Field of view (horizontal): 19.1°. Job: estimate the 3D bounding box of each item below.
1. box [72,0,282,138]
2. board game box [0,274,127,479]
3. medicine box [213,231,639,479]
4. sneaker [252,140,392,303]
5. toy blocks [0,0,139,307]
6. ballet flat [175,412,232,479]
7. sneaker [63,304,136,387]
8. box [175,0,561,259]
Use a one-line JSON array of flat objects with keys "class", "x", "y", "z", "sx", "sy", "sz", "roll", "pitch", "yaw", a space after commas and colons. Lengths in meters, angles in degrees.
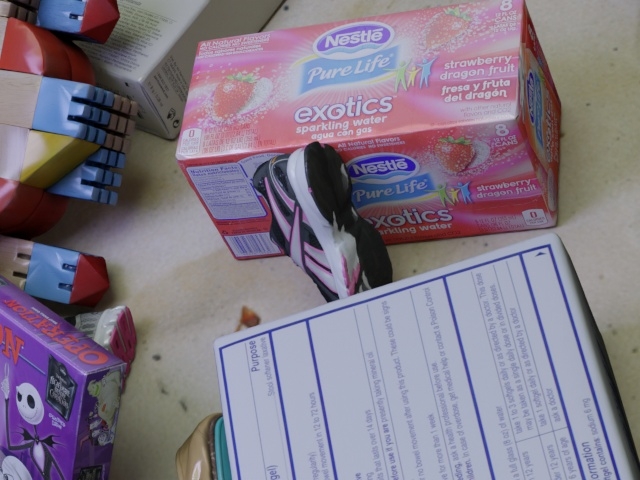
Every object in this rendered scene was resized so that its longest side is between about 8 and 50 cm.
[{"class": "box", "x": -0.119, "y": -0.237, "z": 1.851, "sx": 0.113, "sy": 0.094, "sz": 0.275, "roll": 23, "pitch": 65, "yaw": 34}, {"class": "board game box", "x": -0.300, "y": 0.117, "z": 1.591, "sx": 0.347, "sy": 0.208, "sz": 0.056, "roll": 30, "pitch": 27, "yaw": 37}, {"class": "medicine box", "x": 0.086, "y": 0.173, "z": 1.415, "sx": 0.289, "sy": 0.149, "sz": 0.263, "roll": -18, "pitch": 50, "yaw": 9}, {"class": "sneaker", "x": 0.000, "y": 0.000, "z": 1.581, "sx": 0.077, "sy": 0.178, "sz": 0.072, "roll": -5, "pitch": 23, "yaw": 37}, {"class": "toy blocks", "x": -0.290, "y": -0.103, "z": 1.722, "sx": 0.261, "sy": 0.191, "sz": 0.381, "roll": 11, "pitch": 88, "yaw": 22}, {"class": "ballet flat", "x": -0.077, "y": 0.245, "z": 1.491, "sx": 0.073, "sy": 0.080, "sz": 0.232, "roll": -37, "pitch": 40, "yaw": 30}, {"class": "sneaker", "x": -0.216, "y": 0.127, "z": 1.632, "sx": 0.075, "sy": 0.063, "sz": 0.170, "roll": -1, "pitch": 49, "yaw": 21}, {"class": "box", "x": 0.045, "y": -0.095, "z": 1.636, "sx": 0.300, "sy": 0.154, "sz": 0.142, "roll": -7, "pitch": 52, "yaw": 19}]
